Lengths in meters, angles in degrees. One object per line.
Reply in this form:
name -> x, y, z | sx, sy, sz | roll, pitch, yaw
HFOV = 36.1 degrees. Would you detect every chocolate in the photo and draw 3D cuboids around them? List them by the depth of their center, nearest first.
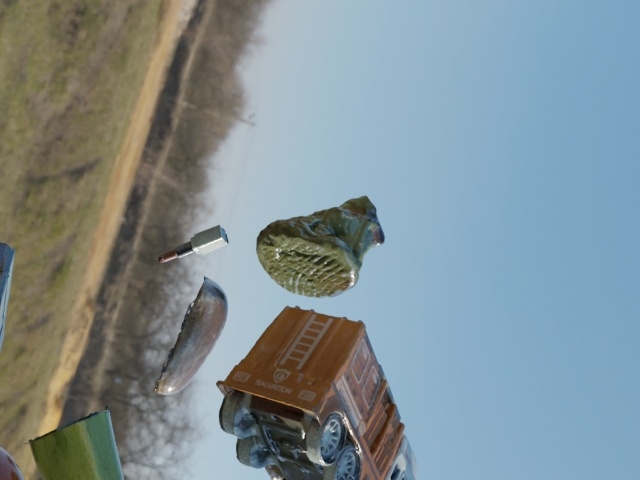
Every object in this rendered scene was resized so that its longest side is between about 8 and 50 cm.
chocolate -> -0.254, 0.203, 2.005 | 0.161, 0.083, 0.262 | -130, -115, -85

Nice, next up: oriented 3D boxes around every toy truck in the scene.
toy truck -> 0.020, 0.280, 1.391 | 0.207, 0.173, 0.388 | -55, 140, -33

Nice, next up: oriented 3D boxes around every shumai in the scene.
shumai -> 0.000, 0.000, 2.203 | 0.222, 0.271, 0.204 | 80, 27, -45

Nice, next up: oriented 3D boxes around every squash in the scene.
squash -> -0.345, 0.373, 1.448 | 0.288, 0.137, 0.137 | 63, -39, 36

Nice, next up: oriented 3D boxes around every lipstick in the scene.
lipstick -> -0.187, 0.010, 1.416 | 0.025, 0.107, 0.025 | 57, 14, -56

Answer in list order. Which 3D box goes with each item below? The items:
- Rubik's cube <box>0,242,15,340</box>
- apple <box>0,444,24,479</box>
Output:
Rubik's cube -> -0.519, 0.104, 1.321 | 0.167, 0.183, 0.180 | -106, -150, -61
apple -> -0.348, 0.236, 0.871 | 0.139, 0.163, 0.164 | 76, 30, -78
